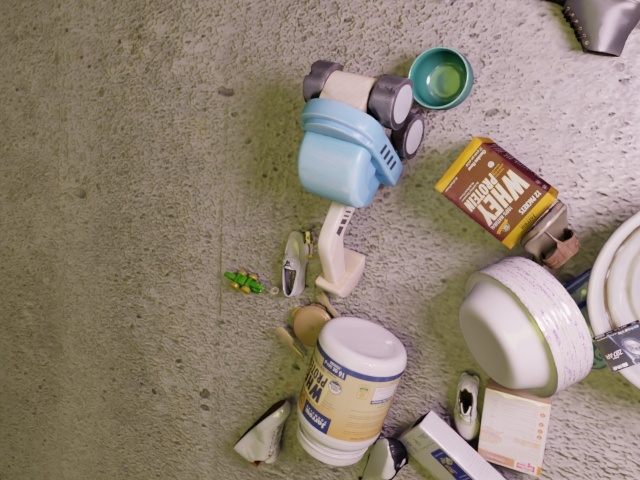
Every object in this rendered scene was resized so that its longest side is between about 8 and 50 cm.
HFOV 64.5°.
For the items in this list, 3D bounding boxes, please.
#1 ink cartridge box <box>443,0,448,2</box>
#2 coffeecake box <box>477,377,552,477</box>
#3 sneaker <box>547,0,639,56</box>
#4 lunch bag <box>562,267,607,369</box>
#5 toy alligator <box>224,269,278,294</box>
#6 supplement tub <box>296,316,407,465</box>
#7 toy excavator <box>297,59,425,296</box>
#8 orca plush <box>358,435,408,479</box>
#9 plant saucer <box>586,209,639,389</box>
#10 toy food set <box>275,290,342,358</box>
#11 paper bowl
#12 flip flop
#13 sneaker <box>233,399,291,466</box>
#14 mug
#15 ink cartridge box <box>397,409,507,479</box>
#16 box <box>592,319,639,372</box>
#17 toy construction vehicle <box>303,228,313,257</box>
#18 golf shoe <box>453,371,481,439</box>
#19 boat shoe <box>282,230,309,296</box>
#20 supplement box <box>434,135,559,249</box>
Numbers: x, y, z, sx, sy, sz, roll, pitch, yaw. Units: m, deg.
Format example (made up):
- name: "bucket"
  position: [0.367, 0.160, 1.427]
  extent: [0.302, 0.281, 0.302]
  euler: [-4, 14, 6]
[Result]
- name: "ink cartridge box"
  position: [0.290, -0.588, 1.071]
  extent: [0.143, 0.090, 0.092]
  euler: [-44, 79, 26]
- name: "coffeecake box"
  position: [0.455, 0.436, 1.193]
  extent: [0.142, 0.068, 0.186]
  euler: [9, 104, 26]
- name: "sneaker"
  position: [0.500, -0.441, 0.994]
  extent: [0.222, 0.083, 0.118]
  euler: [24, 110, 20]
- name: "lunch bag"
  position: [0.592, 0.146, 1.058]
  extent: [0.219, 0.090, 0.176]
  euler: [-43, 77, 26]
- name: "toy alligator"
  position: [-0.200, 0.135, 1.489]
  extent: [0.189, 0.056, 0.051]
  euler: [17, 149, 23]
- name: "supplement tub"
  position: [0.069, 0.381, 1.292]
  extent: [0.228, 0.228, 0.316]
  euler: [24, 109, 22]
- name: "toy excavator"
  position: [0.054, -0.118, 1.184]
  extent: [0.222, 0.433, 0.445]
  euler: [23, 83, 27]
- name: "orca plush"
  position: [0.187, 0.612, 1.346]
  extent: [0.102, 0.151, 0.287]
  euler: [4, 120, -11]
- name: "plant saucer"
  position: [0.694, 0.103, 0.905]
  extent: [0.400, 0.100, 0.401]
  euler: [3, 98, 21]
- name: "toy food set"
  position: [-0.021, 0.236, 1.426]
  extent: [0.192, 0.038, 0.132]
  euler: [-40, 87, 22]
- name: "paper bowl"
  position: [0.396, 0.187, 1.044]
  extent: [0.148, 0.284, 0.284]
  euler: [-25, 87, -11]
- name: "flip flop"
  position: [0.465, 0.017, 1.001]
  extent: [0.112, 0.277, 0.080]
  euler: [-43, 52, -2]
- name: "sneaker"
  position: [-0.146, 0.584, 1.524]
  extent: [0.123, 0.106, 0.290]
  euler: [43, 125, 7]
- name: "mug"
  position: [0.259, -0.359, 1.127]
  extent: [0.157, 0.097, 0.129]
  euler: [25, 111, 22]
- name: "ink cartridge box"
  position: [0.351, 0.573, 1.238]
  extent: [0.332, 0.065, 0.165]
  euler: [44, 147, 14]
- name: "box"
  position: [0.545, 0.190, 0.909]
  extent: [0.083, 0.018, 0.067]
  euler: [-29, 85, 22]
- name: "toy construction vehicle"
  position: [0.000, 0.000, 1.371]
  extent: [0.085, 0.035, 0.098]
  euler: [-2, 102, 17]
- name: "golf shoe"
  position: [0.351, 0.415, 1.235]
  extent: [0.069, 0.086, 0.176]
  euler: [1, 102, 25]
- name: "boat shoe"
  position: [-0.078, 0.067, 1.402]
  extent: [0.066, 0.063, 0.184]
  euler: [15, 107, 24]
- name: "supplement box"
  position: [0.373, -0.107, 1.062]
  extent: [0.194, 0.191, 0.129]
  euler: [42, 115, 13]
